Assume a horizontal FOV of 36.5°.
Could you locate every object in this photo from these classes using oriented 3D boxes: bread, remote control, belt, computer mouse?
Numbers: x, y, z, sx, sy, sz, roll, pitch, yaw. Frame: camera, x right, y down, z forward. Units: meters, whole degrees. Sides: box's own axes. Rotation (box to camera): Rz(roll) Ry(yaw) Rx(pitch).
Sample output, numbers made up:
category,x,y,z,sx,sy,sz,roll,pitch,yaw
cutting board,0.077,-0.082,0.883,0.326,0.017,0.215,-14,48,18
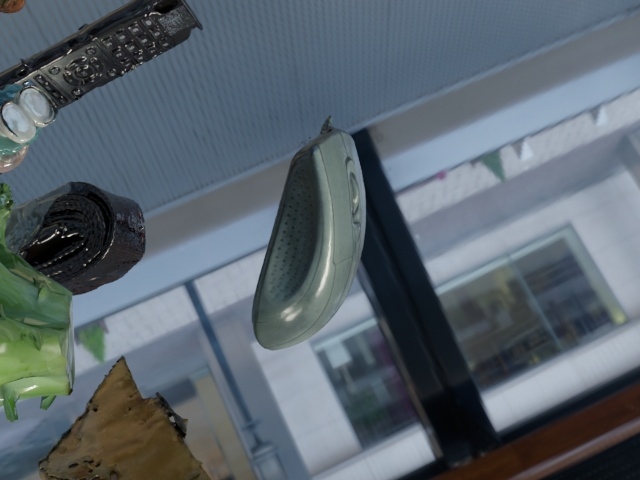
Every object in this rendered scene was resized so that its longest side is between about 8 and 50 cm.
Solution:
category,x,y,z,sx,sy,sz,roll,pitch,yaw
bread,-0.202,0.319,1.394,0.315,0.279,0.248,-1,129,18
remote control,-0.416,-0.343,1.773,0.399,0.062,0.144,-26,151,6
belt,-0.471,0.005,1.765,0.289,0.184,0.164,-23,166,17
computer mouse,0.000,0.000,1.455,0.188,0.122,0.371,-25,129,-69

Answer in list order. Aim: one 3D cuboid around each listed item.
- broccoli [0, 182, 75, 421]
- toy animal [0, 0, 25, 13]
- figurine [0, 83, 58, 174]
category,x,y,z,sx,sy,sz,roll,pitch,yaw
broccoli,-0.377,0.081,0.860,0.310,0.321,0.413,-28,160,-23
toy animal,-0.483,-0.418,1.498,0.097,0.312,0.157,-3,120,-15
figurine,-0.453,-0.145,1.337,0.245,0.110,0.138,-15,-151,54
